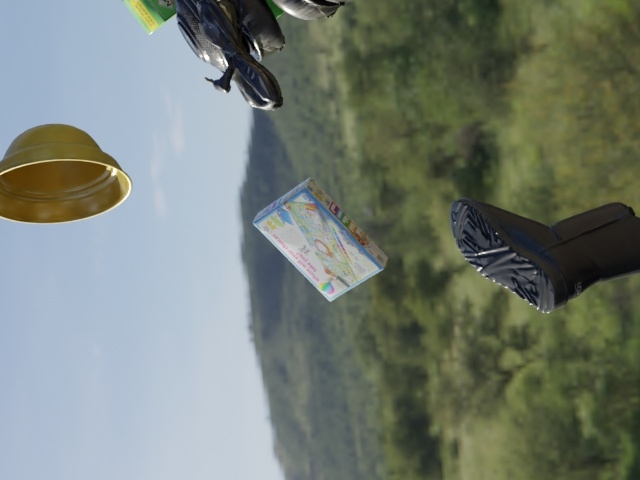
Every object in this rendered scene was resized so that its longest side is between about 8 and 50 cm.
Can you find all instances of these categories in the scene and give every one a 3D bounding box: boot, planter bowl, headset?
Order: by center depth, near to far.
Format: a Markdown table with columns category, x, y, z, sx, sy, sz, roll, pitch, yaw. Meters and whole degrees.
| category | x | y | z | sx | sy | sz | roll | pitch | yaw |
| --- | --- | --- | --- | --- | --- | --- | --- | --- | --- |
| headset | -0.043 | -0.249 | 1.533 | 0.185 | 0.243 | 0.394 | 56 | -158 | -4 |
| boot | 0.327 | -0.004 | 1.977 | 0.246 | 0.207 | 0.094 | 40 | 139 | 44 |
| planter bowl | -0.382 | -0.107 | 2.040 | 0.217 | 0.217 | 0.090 | 81 | 180 | -68 |

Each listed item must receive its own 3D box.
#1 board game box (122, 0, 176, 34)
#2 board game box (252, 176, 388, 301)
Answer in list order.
| category | x | y | z | sx | sy | sz | roll | pitch | yaw |
| --- | --- | --- | --- | --- | --- | --- | --- | --- | --- |
| board game box | -0.245 | -0.448 | 1.844 | 0.317 | 0.046 | 0.213 | 53 | -130 | -8 |
| board game box | 0.000 | 0.000 | 1.872 | 0.154 | 0.103 | 0.026 | 46 | -144 | -16 |
